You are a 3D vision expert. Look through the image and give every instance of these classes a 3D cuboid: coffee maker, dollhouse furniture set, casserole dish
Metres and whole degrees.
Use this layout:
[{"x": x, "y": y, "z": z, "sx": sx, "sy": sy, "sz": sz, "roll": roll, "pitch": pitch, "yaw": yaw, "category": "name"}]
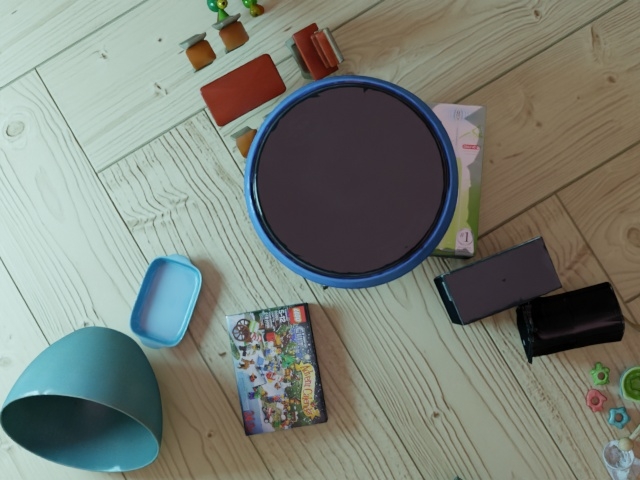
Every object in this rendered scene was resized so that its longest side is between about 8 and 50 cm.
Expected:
[{"x": 0.460, "y": 0.150, "z": 1.832, "sx": 0.178, "sy": 0.171, "sz": 0.120, "roll": -14, "pitch": 84, "yaw": 2, "category": "coffee maker"}, {"x": -0.099, "y": -0.307, "z": 1.876, "sx": 0.259, "sy": 0.135, "sz": 0.262, "roll": -31, "pitch": 105, "yaw": -11, "category": "dollhouse furniture set"}, {"x": -0.298, "y": 0.119, "z": 1.948, "sx": 0.114, "sy": 0.037, "sz": 0.188, "roll": 19, "pitch": 87, "yaw": 5, "category": "casserole dish"}]

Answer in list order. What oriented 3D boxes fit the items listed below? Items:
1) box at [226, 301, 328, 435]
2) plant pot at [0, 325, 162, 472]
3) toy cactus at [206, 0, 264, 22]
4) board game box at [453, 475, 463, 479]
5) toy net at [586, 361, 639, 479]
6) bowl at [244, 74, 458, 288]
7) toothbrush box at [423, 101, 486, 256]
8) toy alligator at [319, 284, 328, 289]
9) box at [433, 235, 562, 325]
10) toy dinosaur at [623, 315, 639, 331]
[{"x": -0.084, "y": 0.246, "z": 1.923, "sx": 0.159, "sy": 0.044, "sz": 0.233, "roll": -11, "pitch": 86, "yaw": 3, "category": "box"}, {"x": -0.421, "y": 0.275, "z": 1.850, "sx": 0.290, "sy": 0.290, "sz": 0.195, "roll": 5, "pitch": 52, "yaw": 4, "category": "plant pot"}, {"x": -0.190, "y": -0.514, "z": 1.965, "sx": 0.180, "sy": 0.112, "sz": 0.219, "roll": 6, "pitch": 89, "yaw": 23, "category": "toy cactus"}, {"x": 0.266, "y": 0.615, "z": 1.787, "sx": 0.224, "sy": 0.097, "sz": 0.303, "roll": 30, "pitch": 88, "yaw": 9, "category": "board game box"}, {"x": 0.561, "y": 0.349, "z": 1.877, "sx": 0.122, "sy": 0.045, "sz": 0.232, "roll": 5, "pitch": 87, "yaw": 3, "category": "toy net"}, {"x": 0.054, "y": -0.107, "z": 1.798, "sx": 0.391, "sy": 0.077, "sz": 0.391, "roll": 0, "pitch": 90, "yaw": 4, "category": "bowl"}, {"x": 0.197, "y": -0.113, "z": 1.892, "sx": 0.206, "sy": 0.122, "sz": 0.283, "roll": 5, "pitch": 85, "yaw": 4, "category": "toothbrush box"}, {"x": 0.000, "y": 0.000, "z": 1.934, "sx": 0.051, "sy": 0.056, "sz": 0.189, "roll": 4, "pitch": 87, "yaw": 46, "category": "toy alligator"}, {"x": 0.312, "y": 0.076, "z": 1.801, "sx": 0.184, "sy": 0.261, "sz": 0.103, "roll": -24, "pitch": 85, "yaw": 2, "category": "box"}, {"x": 0.661, "y": 0.167, "z": 1.881, "sx": 0.211, "sy": 0.064, "sz": 0.112, "roll": -13, "pitch": 75, "yaw": -11, "category": "toy dinosaur"}]
